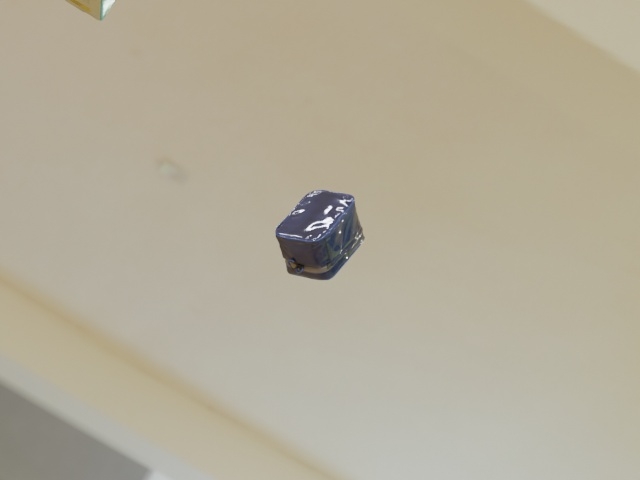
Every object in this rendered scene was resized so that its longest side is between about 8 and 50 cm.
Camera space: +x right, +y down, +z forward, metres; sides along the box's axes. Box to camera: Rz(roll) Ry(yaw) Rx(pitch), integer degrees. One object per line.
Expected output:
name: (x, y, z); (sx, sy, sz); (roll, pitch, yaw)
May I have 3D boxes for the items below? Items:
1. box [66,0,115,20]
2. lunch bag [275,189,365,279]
box: (-0.186, -0.254, 1.234); (0.100, 0.060, 0.244); (29, -18, 0)
lunch bag: (0.000, 0.000, 1.814); (0.067, 0.098, 0.065); (12, -44, 36)
